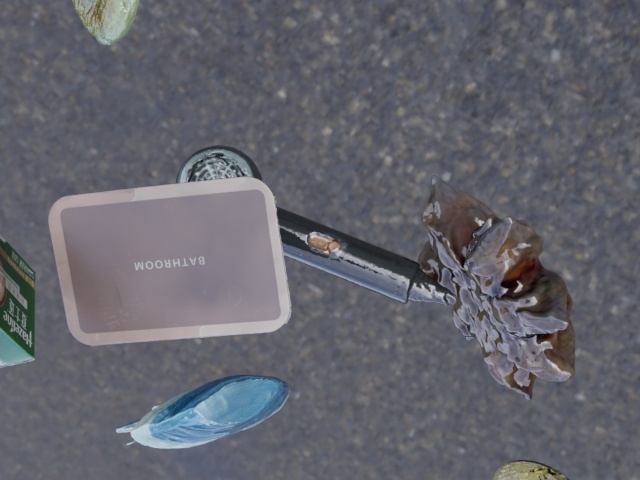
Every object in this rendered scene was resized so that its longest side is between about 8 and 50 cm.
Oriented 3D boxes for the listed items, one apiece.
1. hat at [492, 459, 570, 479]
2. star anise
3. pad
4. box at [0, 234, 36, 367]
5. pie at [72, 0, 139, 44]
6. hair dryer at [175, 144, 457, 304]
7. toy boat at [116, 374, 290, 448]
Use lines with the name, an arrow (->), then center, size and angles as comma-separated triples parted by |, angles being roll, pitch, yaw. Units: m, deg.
hat -> 0.326, 0.350, 1.738 | 0.146, 0.067, 0.146 | 21, 133, 24
star anise -> 0.215, 0.051, 1.496 | 0.315, 0.108, 0.315 | 57, 169, 18
pad -> -0.169, 0.026, 1.345 | 0.266, 0.002, 0.176 | -6, 101, 13
box -> -0.425, 0.057, 1.491 | 0.081, 0.135, 0.199 | -15, 148, 9
pie -> -0.333, -0.415, 1.835 | 0.240, 0.054, 0.241 | 28, 124, 54
hair dryer -> 0.000, 0.000, 1.448 | 0.352, 0.107, 0.189 | 20, 167, 7
toy boat -> -0.071, 0.109, 0.753 | 0.149, 0.105, 0.034 | 133, 121, -73
